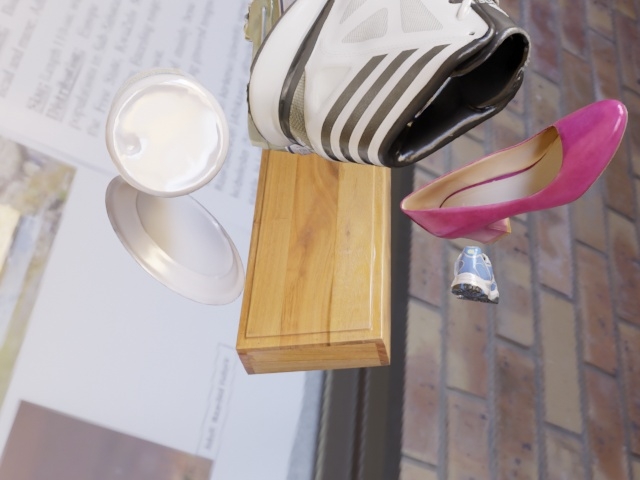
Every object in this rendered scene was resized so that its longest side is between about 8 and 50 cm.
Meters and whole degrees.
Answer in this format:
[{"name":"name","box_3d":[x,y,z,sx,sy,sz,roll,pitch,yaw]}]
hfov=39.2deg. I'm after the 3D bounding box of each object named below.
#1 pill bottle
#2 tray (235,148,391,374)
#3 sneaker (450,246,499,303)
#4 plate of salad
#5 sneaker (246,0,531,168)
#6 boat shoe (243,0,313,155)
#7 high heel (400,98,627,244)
[{"name":"pill bottle","box_3d":[-0.161,-0.119,0.931,0.117,0.118,0.208,-64,17,8]},{"name":"tray","box_3d":[0.000,0.000,1.340,0.076,0.203,0.411,73,-164,-47]},{"name":"sneaker","box_3d":[0.276,0.065,1.577,0.211,0.080,0.081,42,-125,-74]},{"name":"plate of salad","box_3d":[-0.172,0.001,1.051,0.048,0.200,0.200,-43,31,23]},{"name":"sneaker","box_3d":[0.132,-0.264,0.909,0.257,0.169,0.447,24,85,36]},{"name":"boat shoe","box_3d":[-0.048,-0.254,1.084,0.109,0.094,0.302,-21,-68,-76]},{"name":"high heel","box_3d":[0.191,-0.075,0.913,0.244,0.117,0.082,-39,43,50]}]
